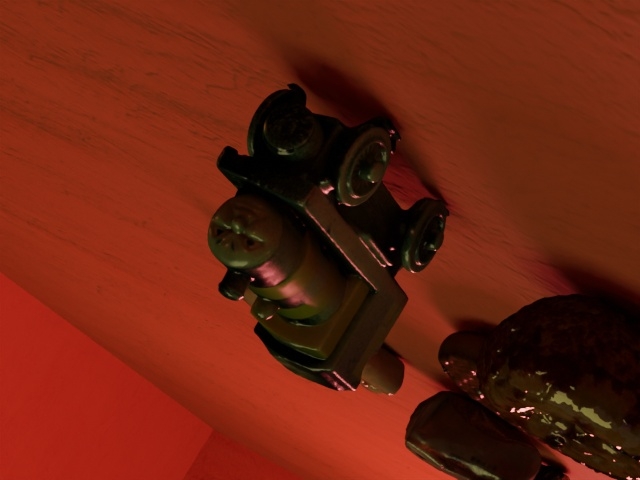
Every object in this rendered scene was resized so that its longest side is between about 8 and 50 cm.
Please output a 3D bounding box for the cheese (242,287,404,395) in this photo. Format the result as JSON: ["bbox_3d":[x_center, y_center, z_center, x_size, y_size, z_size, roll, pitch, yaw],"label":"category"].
[{"bbox_3d":[0.004,0.085,1.553,0.194,0.043,0.065,39,168,-33],"label":"cheese"}]

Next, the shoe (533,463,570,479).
[{"bbox_3d":[0.193,0.235,1.677,0.071,0.064,0.143,55,157,-17],"label":"shoe"}]

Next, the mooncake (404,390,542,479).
[{"bbox_3d":[0.144,0.194,1.572,0.130,0.073,0.125,32,172,7],"label":"mooncake"}]

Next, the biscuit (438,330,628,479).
[{"bbox_3d":[0.182,0.130,1.282,0.212,0.036,0.212,31,171,6],"label":"biscuit"}]

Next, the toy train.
[{"bbox_3d":[-0.001,0.000,0.953,0.083,0.132,0.200,24,169,29],"label":"toy train"}]

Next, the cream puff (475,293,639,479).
[{"bbox_3d":[0.167,0.084,0.994,0.149,0.084,0.149,26,168,6],"label":"cream puff"}]
